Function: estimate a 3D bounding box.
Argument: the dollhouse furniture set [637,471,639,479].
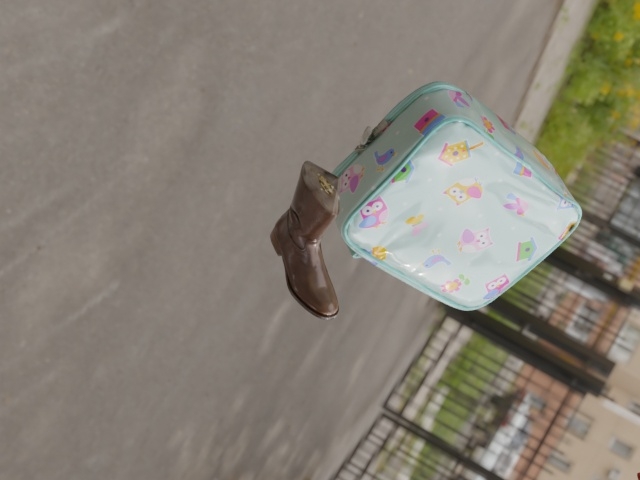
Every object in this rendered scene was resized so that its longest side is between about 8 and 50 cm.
[{"bbox_3d":[0.557,0.453,1.724,0.135,0.262,0.259,-44,116,-71],"label":"dollhouse furniture set"}]

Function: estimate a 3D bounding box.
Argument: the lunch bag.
[{"bbox_3d":[0.147,-0.044,1.365,0.224,0.279,0.108,-43,-142,21],"label":"lunch bag"}]

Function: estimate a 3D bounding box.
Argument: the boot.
[{"bbox_3d":[0.000,0.000,0.993,0.037,0.106,0.114,-21,158,-33],"label":"boot"}]
